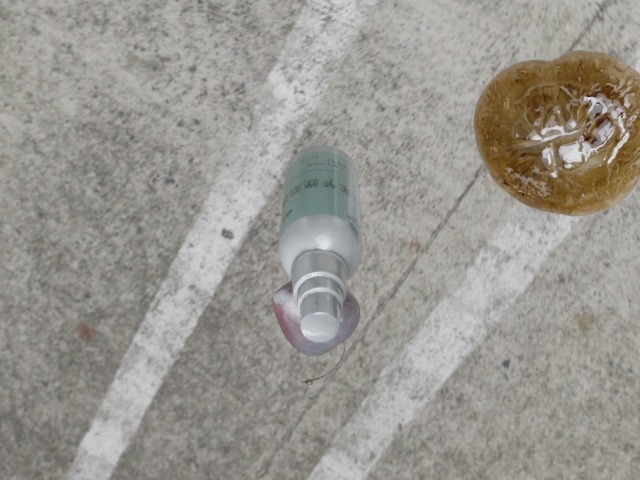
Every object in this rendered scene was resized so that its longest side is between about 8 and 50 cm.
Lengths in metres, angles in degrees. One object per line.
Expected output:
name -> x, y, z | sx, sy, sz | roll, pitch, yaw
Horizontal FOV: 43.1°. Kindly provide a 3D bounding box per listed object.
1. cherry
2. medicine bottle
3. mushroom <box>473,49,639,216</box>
cherry -> -0.028, 0.135, 1.283 | 0.188, 0.148, 0.115 | -41, 51, 33
medicine bottle -> 0.000, 0.000, 1.061 | 0.110, 0.352, 0.110 | 0, 124, 1
mushroom -> 0.378, -0.169, 1.254 | 0.278, 0.146, 0.278 | 8, 110, 24
